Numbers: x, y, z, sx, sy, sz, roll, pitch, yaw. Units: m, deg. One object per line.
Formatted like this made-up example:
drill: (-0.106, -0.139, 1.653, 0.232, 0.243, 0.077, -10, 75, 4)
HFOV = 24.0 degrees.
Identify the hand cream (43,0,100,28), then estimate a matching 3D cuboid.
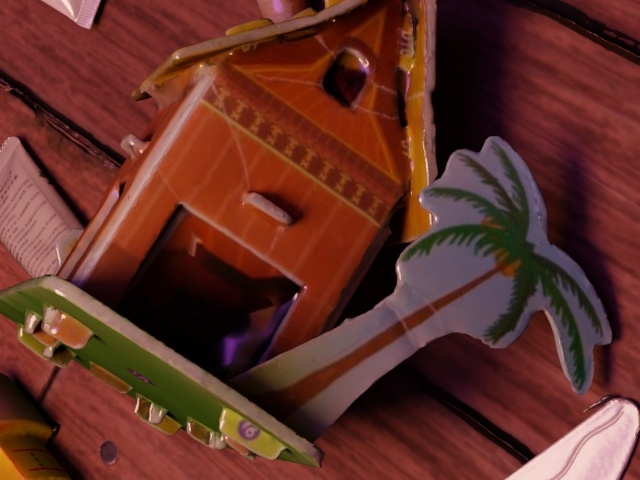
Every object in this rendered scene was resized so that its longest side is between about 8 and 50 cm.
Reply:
hand cream: (-0.269, -0.277, 1.271, 0.248, 0.083, 0.133, 22, 100, 23)

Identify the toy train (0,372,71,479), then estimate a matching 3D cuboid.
toy train: (-0.234, 0.239, 1.175, 0.296, 0.100, 0.160, 44, 107, 28)

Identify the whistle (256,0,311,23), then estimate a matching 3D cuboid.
whistle: (-0.051, -0.249, 1.130, 0.107, 0.057, 0.220, -23, 75, 29)

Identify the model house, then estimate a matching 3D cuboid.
model house: (0.000, 0.000, 1.039, 0.324, 0.340, 0.300, -59, 14, -13)

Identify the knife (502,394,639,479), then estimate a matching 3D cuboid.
knife: (0.085, 0.219, 1.006, 0.336, 0.043, 0.081, -37, 72, 22)

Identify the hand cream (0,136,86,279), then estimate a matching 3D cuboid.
hand cream: (-0.215, 0.010, 1.222, 0.234, 0.050, 0.080, 46, 110, 33)
